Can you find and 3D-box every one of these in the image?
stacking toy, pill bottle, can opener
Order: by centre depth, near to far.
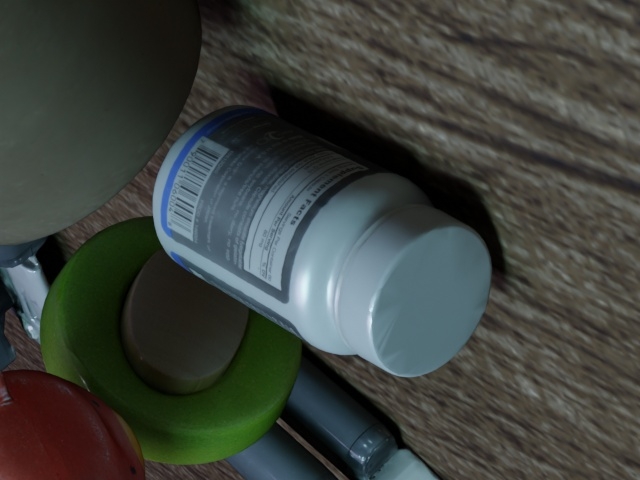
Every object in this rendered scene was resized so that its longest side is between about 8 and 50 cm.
[{"bbox_3d":[0.000,0.000,0.770,0.137,0.078,0.078,29,152,42],"label":"pill bottle"},{"bbox_3d":[-0.144,0.010,0.855,0.309,0.279,0.130,47,142,11],"label":"stacking toy"},{"bbox_3d":[0.003,0.126,0.993,0.280,0.074,0.093,41,159,20],"label":"can opener"},{"bbox_3d":[-0.225,-0.004,1.188,0.076,0.095,0.283,35,156,30],"label":"can opener"}]

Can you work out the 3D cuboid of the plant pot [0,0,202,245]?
[{"bbox_3d":[-0.169,-0.112,0.717,0.263,0.263,0.229,28,168,43],"label":"plant pot"}]
